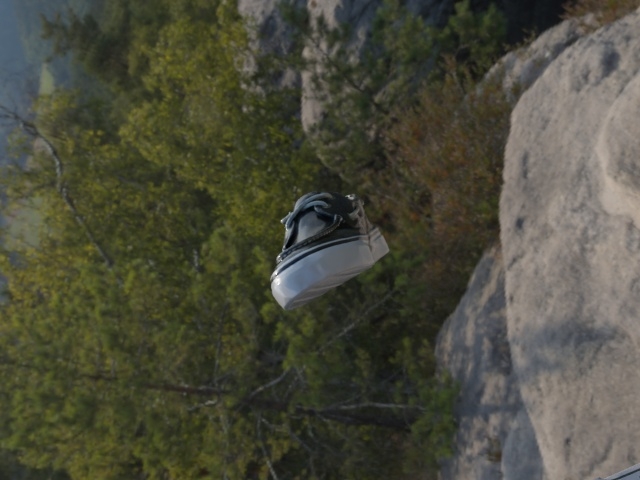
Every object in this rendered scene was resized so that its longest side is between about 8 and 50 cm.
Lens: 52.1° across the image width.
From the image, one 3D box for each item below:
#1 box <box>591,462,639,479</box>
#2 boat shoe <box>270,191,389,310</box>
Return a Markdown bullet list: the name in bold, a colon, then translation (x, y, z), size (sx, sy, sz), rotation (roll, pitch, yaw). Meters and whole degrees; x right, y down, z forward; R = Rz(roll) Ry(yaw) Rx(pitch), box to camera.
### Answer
- **box**: translation (0.304, 0.295, 0.479), size (0.087, 0.169, 0.290), rotation (-153, 51, -71)
- **boat shoe**: translation (0.000, 0.000, 0.820), size (0.121, 0.335, 0.119), rotation (-29, 88, 13)
